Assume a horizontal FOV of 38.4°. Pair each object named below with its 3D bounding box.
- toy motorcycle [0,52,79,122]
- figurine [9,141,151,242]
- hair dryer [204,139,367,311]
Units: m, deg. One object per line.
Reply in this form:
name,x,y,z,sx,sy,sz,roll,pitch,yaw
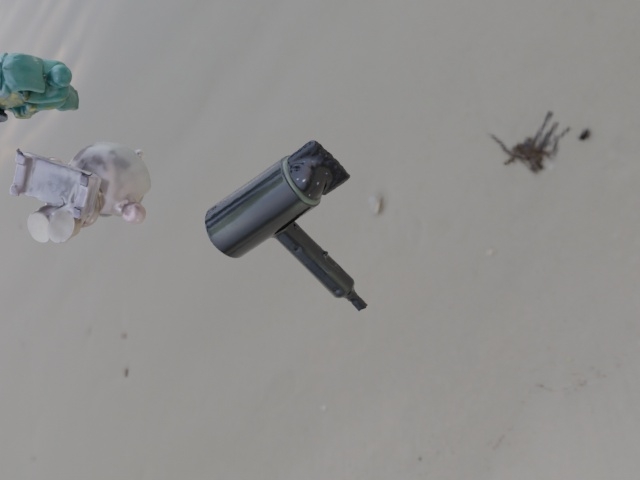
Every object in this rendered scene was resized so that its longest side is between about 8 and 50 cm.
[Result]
toy motorcycle,-0.528,-0.281,1.642,0.296,0.198,0.109,37,-133,-84
figurine,-0.367,-0.095,1.464,0.181,0.256,0.145,0,104,17
hair dryer,0.000,0.000,1.213,0.195,0.248,0.078,-31,28,28
